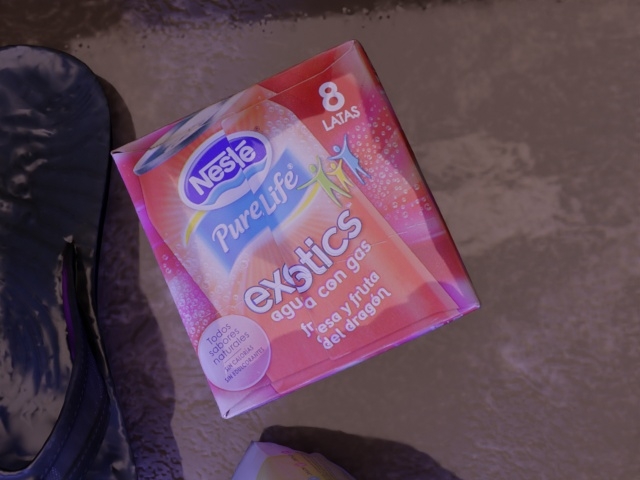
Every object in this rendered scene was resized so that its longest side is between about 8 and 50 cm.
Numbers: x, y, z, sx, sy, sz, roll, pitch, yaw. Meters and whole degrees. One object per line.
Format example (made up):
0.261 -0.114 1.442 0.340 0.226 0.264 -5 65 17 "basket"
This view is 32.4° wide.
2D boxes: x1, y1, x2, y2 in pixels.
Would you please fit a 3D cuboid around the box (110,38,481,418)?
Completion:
0.000 0.000 0.681 0.142 0.300 0.154 -25 84 4 "box"

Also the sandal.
-0.217 0.068 0.749 0.168 0.107 0.445 -5 76 -5 "sandal"

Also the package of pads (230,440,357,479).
-0.016 0.261 0.669 0.101 0.296 0.229 28 85 -20 "package of pads"
